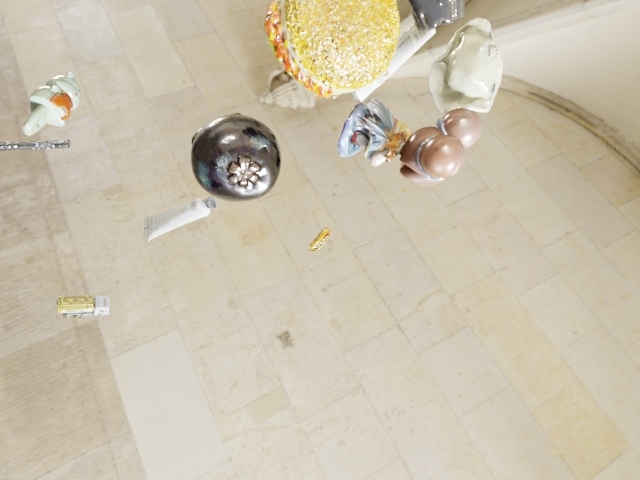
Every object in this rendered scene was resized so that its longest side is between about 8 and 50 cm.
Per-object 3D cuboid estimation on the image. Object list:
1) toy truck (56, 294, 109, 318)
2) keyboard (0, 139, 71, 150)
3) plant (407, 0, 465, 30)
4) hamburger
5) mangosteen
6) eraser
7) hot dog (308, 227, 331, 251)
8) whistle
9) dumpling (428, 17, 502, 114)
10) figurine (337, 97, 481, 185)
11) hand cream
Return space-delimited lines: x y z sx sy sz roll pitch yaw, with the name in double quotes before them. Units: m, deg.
"toy truck" -0.617 0.169 1.083 0.063 0.123 0.052 -43 -127 47
"keyboard" -0.709 -0.218 0.958 0.072 0.231 0.023 23 -62 59
"plant" 0.233 -0.588 0.881 0.256 0.142 0.164 67 27 -21
"hamburger" 0.035 -0.455 0.893 0.276 0.294 0.179 51 -6 -22
"mangosteen" -0.214 -0.208 1.028 0.243 0.243 0.243 56 -20 31
"eraser" 0.268 -0.727 1.649 0.098 0.404 0.096 47 2 -34
"hot dog" 0.000 0.000 1.160 0.021 0.083 0.037 37 0 43
"whistle" -0.749 -0.385 1.165 0.101 0.106 0.253 88 11 -50
"dumpling" 0.508 -0.590 1.462 0.243 0.187 0.318 -4 -91 29
"figurine" 0.274 -0.314 1.313 0.388 0.276 0.248 27 -32 16
"hand cream" -0.330 -0.055 0.961 0.042 0.194 0.067 34 41 -64
